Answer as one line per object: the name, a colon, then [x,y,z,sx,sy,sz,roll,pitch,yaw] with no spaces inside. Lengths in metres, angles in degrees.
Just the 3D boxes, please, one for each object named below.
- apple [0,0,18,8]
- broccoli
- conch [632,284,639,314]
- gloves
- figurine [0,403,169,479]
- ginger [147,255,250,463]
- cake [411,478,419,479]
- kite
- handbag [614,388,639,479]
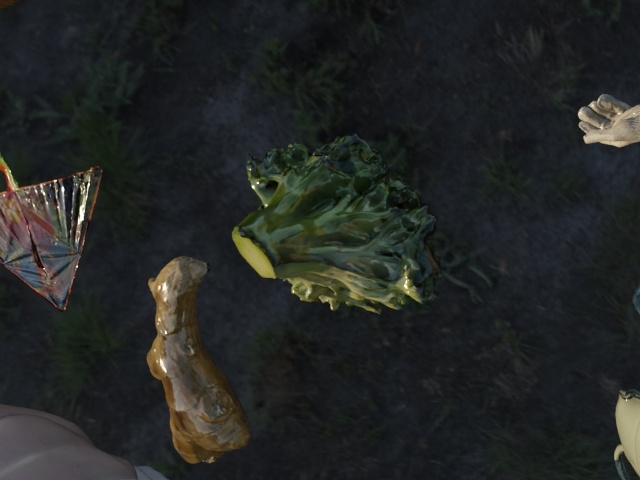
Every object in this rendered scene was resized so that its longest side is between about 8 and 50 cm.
apple: [-0.266,-0.278,0.675,0.275,0.299,0.299,28,90,10]
broccoli: [0.000,0.000,1.331,0.288,0.245,0.248,1,112,55]
conch: [0.196,-0.017,0.376,0.153,0.102,0.135,-64,22,3]
gloves: [0.237,-0.090,0.828,0.044,0.037,0.081,-41,42,-24]
figurine: [-0.139,0.225,0.544,0.211,0.361,0.253,15,59,36]
ginger: [-0.150,0.162,1.258,0.081,0.334,0.148,-26,35,-24]
cake: [0.134,0.485,1.352,0.290,0.282,0.256,-45,100,-18]
kite: [-0.223,-0.019,0.798,0.190,0.010,0.159,-8,109,33]
handbag: [0.408,0.279,1.147,0.109,0.315,0.241,-23,92,-1]
